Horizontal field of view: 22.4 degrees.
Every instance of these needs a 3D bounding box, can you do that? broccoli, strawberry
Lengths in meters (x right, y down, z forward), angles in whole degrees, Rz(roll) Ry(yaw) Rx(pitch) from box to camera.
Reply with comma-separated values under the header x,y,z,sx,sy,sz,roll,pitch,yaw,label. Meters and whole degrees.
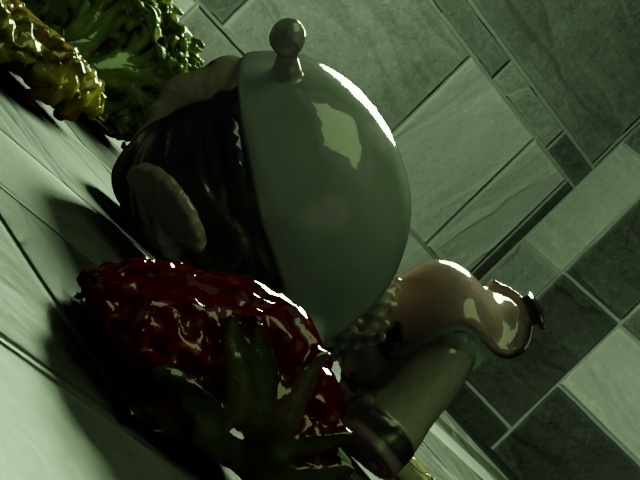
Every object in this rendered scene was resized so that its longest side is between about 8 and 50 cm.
x,y,z,sx,sy,sz,roll,pitch,yaw,label
-0.239,-0.235,1.824,0.242,0.180,0.273,47,1,7,broccoli
-0.060,0.044,0.821,0.167,0.087,0.208,43,1,-38,strawberry

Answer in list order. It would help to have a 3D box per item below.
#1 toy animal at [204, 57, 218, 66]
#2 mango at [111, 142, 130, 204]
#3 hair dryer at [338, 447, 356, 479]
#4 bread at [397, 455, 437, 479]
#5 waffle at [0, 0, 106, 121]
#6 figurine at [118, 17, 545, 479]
x,y,z,sx,sy,sz,roll,pitch,yaw,label
-0.039,-0.073,1.896,0.168,0.106,0.343,7,-42,17,toy animal
-0.115,-0.027,1.418,0.159,0.084,0.105,45,7,-36,mango
-0.006,0.134,1.097,0.124,0.038,0.063,54,-2,-36,hair dryer
0.069,0.199,1.516,0.153,0.028,0.068,48,0,16,bread
-0.323,-0.229,1.491,0.302,0.068,0.325,46,3,21,waffle
-0.003,-0.004,1.315,0.361,0.211,0.253,46,4,-29,figurine
